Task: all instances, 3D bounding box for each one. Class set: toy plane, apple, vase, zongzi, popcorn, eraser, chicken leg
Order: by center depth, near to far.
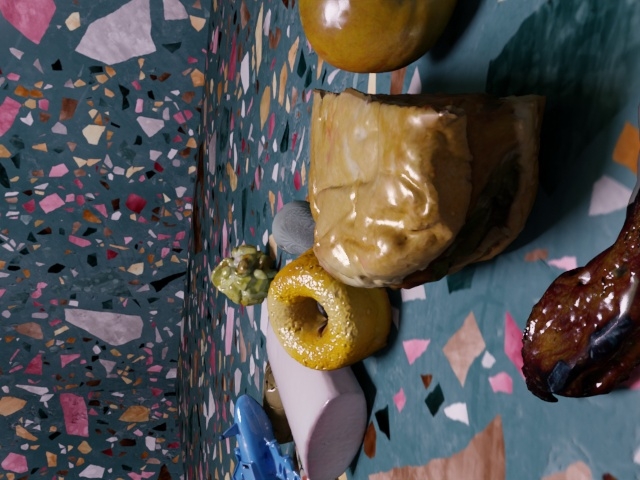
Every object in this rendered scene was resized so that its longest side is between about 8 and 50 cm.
[{"bbox_3d":[0.204,0.019,0.409,0.106,0.051,0.254,-110,30,-57],"label":"chicken leg"},{"bbox_3d":[0.065,-0.274,0.640,0.155,0.182,0.183,15,103,62],"label":"apple"},{"bbox_3d":[0.000,0.000,0.936,0.219,0.096,0.096,-150,63,-65],"label":"vase"},{"bbox_3d":[-0.016,0.219,0.959,0.270,0.094,0.174,-119,35,-57],"label":"eraser"},{"bbox_3d":[-0.104,0.413,1.083,0.254,0.105,0.272,-15,102,47],"label":"toy plane"},{"bbox_3d":[-0.079,0.290,1.178,0.176,0.078,0.160,-103,21,-61],"label":"zongzi"},{"bbox_3d":[-0.164,0.082,1.375,0.141,0.162,0.136,-78,-35,-58],"label":"popcorn"}]

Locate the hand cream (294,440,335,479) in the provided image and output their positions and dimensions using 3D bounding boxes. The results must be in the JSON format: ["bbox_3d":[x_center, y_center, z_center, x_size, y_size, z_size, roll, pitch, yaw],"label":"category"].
[{"bbox_3d":[-0.010,0.374,0.996,0.080,0.050,0.234,-36,48,24],"label":"hand cream"}]

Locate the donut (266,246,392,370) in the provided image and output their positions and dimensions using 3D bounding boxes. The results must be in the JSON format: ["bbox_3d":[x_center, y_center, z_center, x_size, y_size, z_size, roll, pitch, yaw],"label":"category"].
[{"bbox_3d":[0.000,0.096,0.807,0.190,0.074,0.174,-11,100,43],"label":"donut"}]

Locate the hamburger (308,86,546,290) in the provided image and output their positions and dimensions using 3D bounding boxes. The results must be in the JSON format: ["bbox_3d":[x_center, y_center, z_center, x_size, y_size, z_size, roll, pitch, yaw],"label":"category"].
[{"bbox_3d":[0.081,-0.045,0.594,0.330,0.161,0.209,-143,54,-64],"label":"hamburger"}]

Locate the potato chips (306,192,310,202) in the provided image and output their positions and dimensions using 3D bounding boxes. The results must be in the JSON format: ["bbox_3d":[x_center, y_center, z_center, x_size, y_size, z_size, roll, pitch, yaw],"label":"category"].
[{"bbox_3d":[-0.011,-0.098,1.060,0.026,0.037,0.204,60,140,39],"label":"potato chips"}]
